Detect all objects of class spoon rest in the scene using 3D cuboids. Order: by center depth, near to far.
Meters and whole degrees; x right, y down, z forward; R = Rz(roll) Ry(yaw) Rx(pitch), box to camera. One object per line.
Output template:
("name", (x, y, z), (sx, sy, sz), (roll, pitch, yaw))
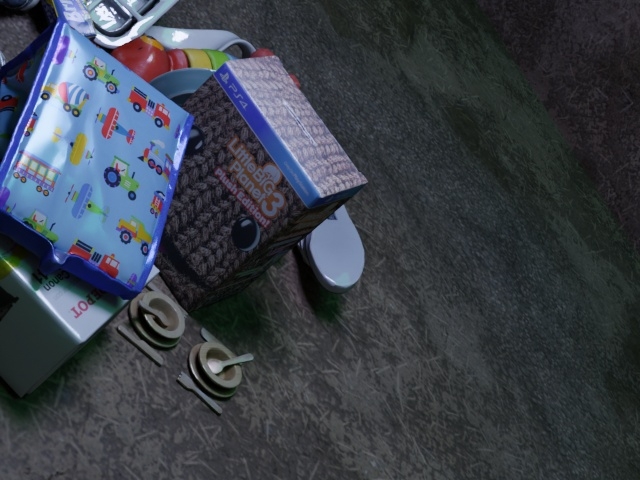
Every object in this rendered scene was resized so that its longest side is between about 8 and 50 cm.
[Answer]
("spoon rest", (-0.202, -0.329, 2.160), (0.137, 0.084, 0.276), (33, 14, 33))

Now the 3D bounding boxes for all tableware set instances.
("tableware set", (-0.178, 0.136, 1.717), (0.194, 0.039, 0.128), (42, 30, -13))

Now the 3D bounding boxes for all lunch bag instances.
("lunch bag", (-0.285, -0.077, 1.482), (0.221, 0.138, 0.293), (36, 39, -31))

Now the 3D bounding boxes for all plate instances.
("plate", (-0.192, -0.191, 1.927), (0.188, 0.188, 0.024), (28, 43, -34))

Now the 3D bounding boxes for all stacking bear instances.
("stacking bear", (-0.209, -0.243, 1.998), (0.289, 0.164, 0.175), (12, 24, -33))

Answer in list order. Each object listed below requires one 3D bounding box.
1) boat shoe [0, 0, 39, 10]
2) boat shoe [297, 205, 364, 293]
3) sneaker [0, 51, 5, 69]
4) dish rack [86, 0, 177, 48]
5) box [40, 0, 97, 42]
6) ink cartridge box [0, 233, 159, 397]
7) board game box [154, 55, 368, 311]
("boat shoe", (-0.517, -0.458, 1.889), (0.255, 0.095, 0.079), (62, 19, 2))
("boat shoe", (0.000, 0.000, 2.074), (0.096, 0.088, 0.268), (2, 44, -24))
("sneaker", (-0.448, -0.197, 1.652), (0.281, 0.115, 0.105), (42, 30, -14))
("dish rack", (-0.373, -0.489, 2.041), (0.333, 0.072, 0.285), (45, 64, -9))
("box", (-0.400, -0.378, 1.928), (0.054, 0.059, 0.169), (-17, 84, -27))
("ink cartridge box", (-0.374, 0.001, 1.512), (0.306, 0.131, 0.226), (46, 28, -3))
("board game box", (-0.125, -0.080, 1.783), (0.232, 0.291, 0.141), (54, 29, 9))
